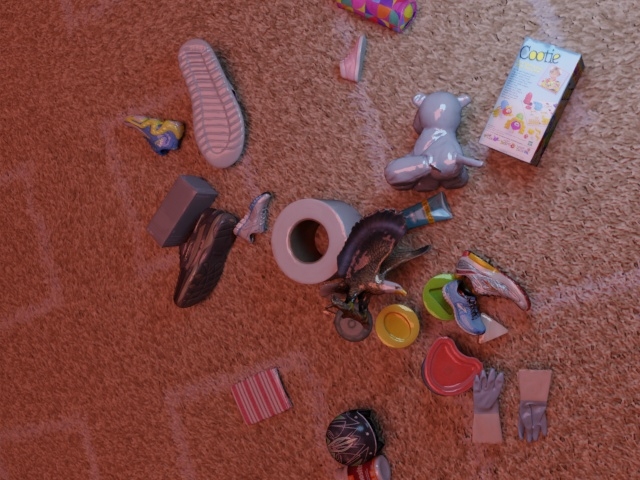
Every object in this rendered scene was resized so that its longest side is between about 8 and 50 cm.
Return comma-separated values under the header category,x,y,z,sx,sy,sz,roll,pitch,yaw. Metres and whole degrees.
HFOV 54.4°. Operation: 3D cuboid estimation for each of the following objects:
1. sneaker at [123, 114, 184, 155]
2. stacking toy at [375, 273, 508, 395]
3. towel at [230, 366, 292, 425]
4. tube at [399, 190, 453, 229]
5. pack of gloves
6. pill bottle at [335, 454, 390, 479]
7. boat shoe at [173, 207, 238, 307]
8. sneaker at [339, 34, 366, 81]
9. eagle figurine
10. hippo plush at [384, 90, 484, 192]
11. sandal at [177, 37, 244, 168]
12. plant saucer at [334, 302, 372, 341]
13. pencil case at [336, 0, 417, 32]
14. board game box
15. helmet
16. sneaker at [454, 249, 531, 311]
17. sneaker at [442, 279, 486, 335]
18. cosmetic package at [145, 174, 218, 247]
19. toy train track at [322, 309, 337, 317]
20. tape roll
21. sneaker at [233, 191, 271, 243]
category,x,y,z,sx,sy,sz,roll,pitch,yaw
sneaker,-0.583,-0.361,2.142,0.240,0.091,0.126,11,98,24
stacking toy,0.336,0.261,1.740,0.279,0.130,0.309,-42,76,-6
towel,-0.195,0.509,2.028,0.197,0.029,0.144,-28,80,27
tube,0.265,-0.066,1.768,0.207,0.052,0.080,-21,93,19
pack of gloves,0.502,0.431,1.650,0.194,0.046,0.232,-1,110,8
pill bottle,0.125,0.693,1.844,0.152,0.086,0.086,-24,82,25
boat shoe,-0.396,0.054,2.062,0.130,0.132,0.356,33,97,31
sneaker,0.091,-0.536,1.825,0.070,0.051,0.134,14,103,20
eagle figurine,0.149,0.083,1.681,0.225,0.226,0.298,26,77,-2
hippo plush,0.279,-0.266,1.635,0.234,0.294,0.237,-3,83,5
sandal,-0.337,-0.443,2.016,0.169,0.102,0.417,-11,97,11
plant saucer,0.096,0.247,1.863,0.119,0.021,0.120,1,92,16
pencil case,0.155,-0.671,1.765,0.236,0.104,0.105,32,105,23
board game box,0.532,-0.343,1.567,0.144,0.142,0.275,28,104,23
helmet,0.097,0.572,1.806,0.169,0.161,0.170,-1,88,29
sneaker,0.457,0.121,1.655,0.225,0.088,0.093,37,98,29
sneaker,0.386,0.175,1.641,0.162,0.063,0.073,59,140,15
cosmetic package,-0.462,-0.098,2.075,0.107,0.127,0.238,46,112,17
toy train track,0.047,0.229,1.899,0.083,0.014,0.048,19,94,18
tape roll,0.000,0.000,1.828,0.246,0.169,0.246,1,93,25
sneaker,-0.197,-0.070,1.985,0.083,0.071,0.191,41,117,12
